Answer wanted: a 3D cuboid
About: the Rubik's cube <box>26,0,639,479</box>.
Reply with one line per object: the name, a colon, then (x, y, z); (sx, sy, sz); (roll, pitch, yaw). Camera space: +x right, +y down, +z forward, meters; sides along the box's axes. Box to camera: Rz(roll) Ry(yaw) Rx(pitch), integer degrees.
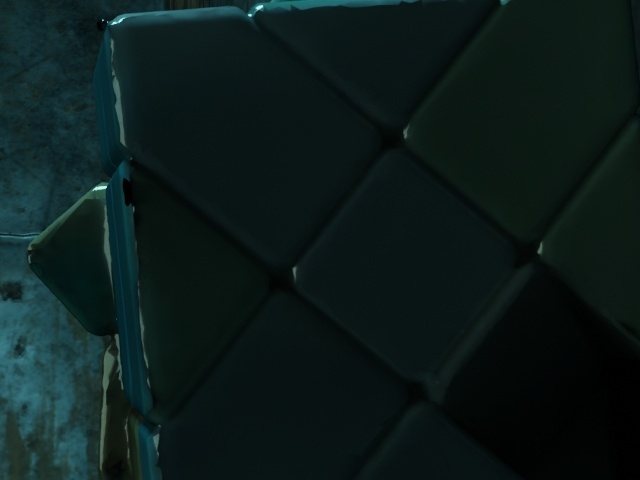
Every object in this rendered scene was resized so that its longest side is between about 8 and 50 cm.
Rubik's cube: (0.000, 0.000, 0.589); (0.213, 0.224, 0.265); (170, 95, -80)
